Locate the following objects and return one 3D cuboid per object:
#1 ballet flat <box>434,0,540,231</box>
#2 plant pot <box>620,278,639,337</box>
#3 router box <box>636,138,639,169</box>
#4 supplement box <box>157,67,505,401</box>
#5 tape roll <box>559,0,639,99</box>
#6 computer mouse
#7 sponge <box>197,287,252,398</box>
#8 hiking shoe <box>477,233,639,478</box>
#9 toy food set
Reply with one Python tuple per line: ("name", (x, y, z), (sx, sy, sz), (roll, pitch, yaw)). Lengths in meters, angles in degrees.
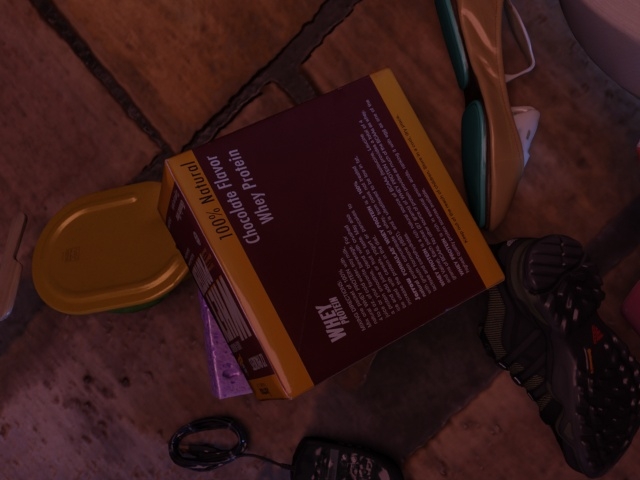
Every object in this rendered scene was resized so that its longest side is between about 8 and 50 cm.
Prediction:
("ballet flat", (0.151, -0.126, 0.614), (0.073, 0.080, 0.232), (-9, 90, -1))
("plant pot", (0.333, 0.065, 0.520), (0.180, 0.201, 0.201), (44, 101, 25))
("router box", (0.409, -0.137, 0.438), (0.301, 0.082, 0.335), (21, 75, 34))
("supplement box", (0.000, 0.000, 0.582), (0.194, 0.129, 0.191), (-27, 85, -19))
("tape roll", (0.335, -0.235, 0.434), (0.392, 0.072, 0.392), (-13, 60, 23))
("computer mouse", (-0.035, 0.214, 0.691), (0.242, 0.041, 0.071), (8, 84, 21))
("sponge", (-0.055, 0.028, 0.660), (0.117, 0.031, 0.210), (-8, 89, -21))
("hiking shoe", (0.194, 0.093, 0.610), (0.086, 0.114, 0.227), (-28, 108, -22))
("toy food set", (-0.207, 0.020, 0.717), (0.217, 0.071, 0.128), (-9, 65, 12))
